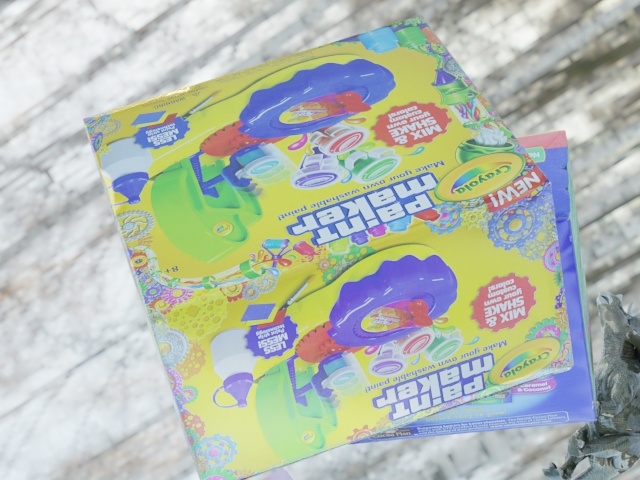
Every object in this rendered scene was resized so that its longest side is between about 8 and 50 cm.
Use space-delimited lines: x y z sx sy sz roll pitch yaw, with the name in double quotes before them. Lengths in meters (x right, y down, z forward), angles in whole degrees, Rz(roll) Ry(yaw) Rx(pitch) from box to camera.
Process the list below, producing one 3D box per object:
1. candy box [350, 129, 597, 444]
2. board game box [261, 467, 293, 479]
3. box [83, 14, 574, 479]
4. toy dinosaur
"candy box" 0.126 0.056 1.540 0.317 0.268 0.122 73 -166 -48
"board game box" -0.076 0.459 1.740 0.319 0.318 0.066 50 148 19
"box" 0.000 0.000 1.197 0.279 0.290 0.177 -118 12 -53
"toy dinosaur" 0.361 0.225 1.949 0.121 0.160 0.314 17 109 58
